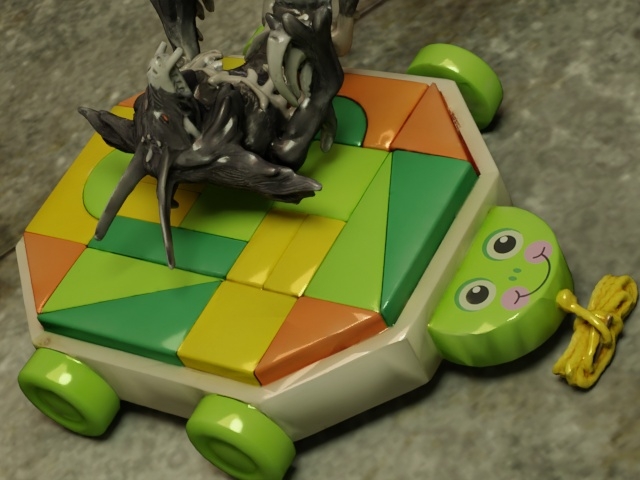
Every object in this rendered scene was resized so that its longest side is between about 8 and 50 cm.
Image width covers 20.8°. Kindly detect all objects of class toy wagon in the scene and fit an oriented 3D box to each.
[{"bbox_3d":[0.000,0.000,0.923,0.344,0.068,0.267,11,57,35],"label":"toy wagon"}]

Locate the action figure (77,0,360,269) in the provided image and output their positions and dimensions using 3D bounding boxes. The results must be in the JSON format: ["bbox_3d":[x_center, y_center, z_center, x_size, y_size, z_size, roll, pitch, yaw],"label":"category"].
[{"bbox_3d":[-0.036,-0.122,0.907,0.164,0.141,0.276,14,55,35],"label":"action figure"}]
